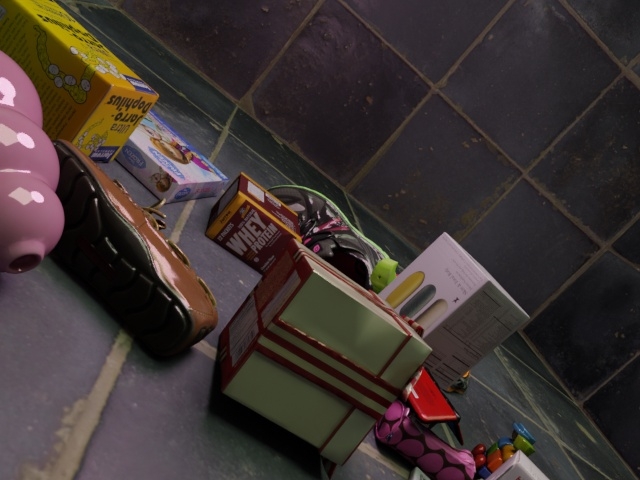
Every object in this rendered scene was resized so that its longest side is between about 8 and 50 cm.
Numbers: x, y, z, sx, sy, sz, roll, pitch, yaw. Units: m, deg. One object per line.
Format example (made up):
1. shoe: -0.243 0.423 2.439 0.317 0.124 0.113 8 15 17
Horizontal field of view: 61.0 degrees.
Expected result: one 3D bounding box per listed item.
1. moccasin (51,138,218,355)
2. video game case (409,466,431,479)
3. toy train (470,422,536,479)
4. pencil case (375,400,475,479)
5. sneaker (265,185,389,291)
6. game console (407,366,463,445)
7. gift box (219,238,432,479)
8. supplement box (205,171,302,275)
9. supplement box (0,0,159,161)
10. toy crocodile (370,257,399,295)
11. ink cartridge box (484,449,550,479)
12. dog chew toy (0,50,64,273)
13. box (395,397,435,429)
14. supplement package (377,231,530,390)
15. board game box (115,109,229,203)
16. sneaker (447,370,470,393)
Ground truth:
1. moccasin: -0.295 0.000 0.831 0.380 0.139 0.147 43 12 6
2. video game case: 0.213 0.496 0.925 0.173 0.022 0.190 43 13 9
3. toy train: 0.414 0.490 1.200 0.105 0.143 0.248 45 8 16
4. pencil case: 0.207 0.398 1.051 0.209 0.098 0.095 37 34 -14
5. sneaker: 0.000 0.000 1.556 0.483 0.185 0.202 35 23 14
6. game console: 0.208 0.326 1.066 0.124 0.085 0.144 3 27 -21
7. gift box: 0.003 0.184 0.853 0.258 0.255 0.276 35 9 -17
8. supplement box: -0.163 -0.041 1.350 0.191 0.129 0.194 37 14 -18
9. supplement box: -0.549 -0.342 1.091 0.357 0.195 0.194 42 13 1
10. toy crocodile: 0.254 0.153 1.462 0.341 0.105 0.115 30 -5 -34
11. ink cartridge box: 0.397 0.534 1.014 0.219 0.160 0.093 46 13 18
12. dog chew toy: -0.431 -0.101 0.677 0.331 0.207 0.207 55 17 20
13. box: 0.088 0.229 1.255 0.318 0.097 0.395 36 16 -25
14. supplement package: 0.291 0.166 1.270 0.198 0.263 0.199 37 14 -35
15. board game box: -0.418 -0.230 1.377 0.319 0.066 0.318 42 13 2
16. sneaker: 0.419 0.408 1.645 0.084 0.083 0.215 46 13 25
